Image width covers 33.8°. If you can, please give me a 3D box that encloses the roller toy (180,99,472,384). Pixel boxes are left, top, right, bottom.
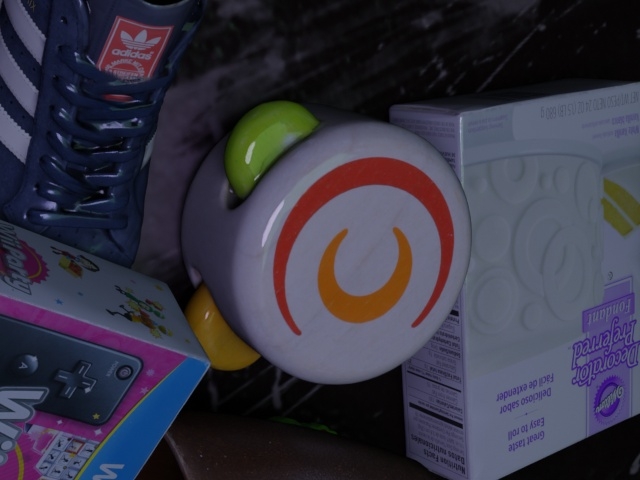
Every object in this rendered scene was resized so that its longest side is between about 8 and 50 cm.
[{"bbox_3d":[0.000,0.000,0.783,0.191,0.146,0.209,0,104,-28],"label":"roller toy"}]

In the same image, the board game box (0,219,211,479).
[{"bbox_3d":[-0.251,0.089,0.599,0.303,0.097,0.224,23,106,-38],"label":"board game box"}]

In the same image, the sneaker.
[{"bbox_3d":[-0.140,-0.103,0.655,0.131,0.148,0.349,-1,100,-37],"label":"sneaker"}]

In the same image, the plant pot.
[{"bbox_3d":[-0.026,0.218,0.748,0.231,0.215,0.215,1,98,-33],"label":"plant pot"}]

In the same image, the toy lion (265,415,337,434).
[{"bbox_3d":[-0.023,0.186,0.876,0.096,0.034,0.100,-42,121,-32],"label":"toy lion"}]

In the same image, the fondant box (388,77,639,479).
[{"bbox_3d":[0.186,0.028,0.963,0.238,0.096,0.330,-14,108,-35],"label":"fondant box"}]
